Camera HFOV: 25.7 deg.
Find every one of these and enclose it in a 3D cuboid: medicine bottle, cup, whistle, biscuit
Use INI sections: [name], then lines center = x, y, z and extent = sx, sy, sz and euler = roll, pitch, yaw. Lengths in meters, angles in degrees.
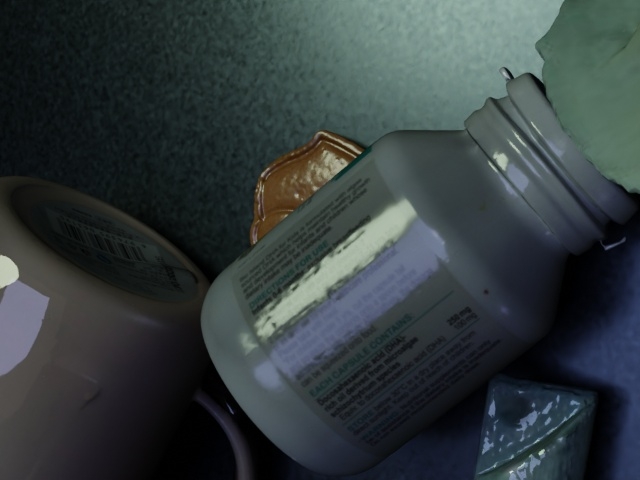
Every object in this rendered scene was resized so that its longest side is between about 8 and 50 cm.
[medicine bottle]
center = 0.054, 0.014, 0.738
extent = 0.215, 0.135, 0.135
euler = -40, 71, 14
[cup]
center = -0.147, 0.099, 0.847
extent = 0.253, 0.191, 0.200
euler = 31, 104, -5
[whistle]
center = 0.097, 0.228, 0.763
extent = 0.062, 0.062, 0.312
euler = 11, 96, 29
[biscuit]
center = 0.000, 0.000, 0.840
extent = 0.102, 0.019, 0.130
euler = 14, 97, 28

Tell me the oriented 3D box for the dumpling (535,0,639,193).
[dumpling]
center = 0.278, -0.101, 0.583
extent = 0.320, 0.212, 0.270
euler = -48, 33, 38
